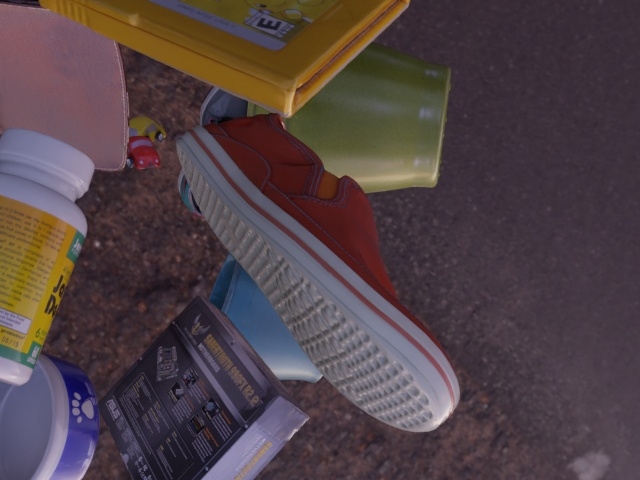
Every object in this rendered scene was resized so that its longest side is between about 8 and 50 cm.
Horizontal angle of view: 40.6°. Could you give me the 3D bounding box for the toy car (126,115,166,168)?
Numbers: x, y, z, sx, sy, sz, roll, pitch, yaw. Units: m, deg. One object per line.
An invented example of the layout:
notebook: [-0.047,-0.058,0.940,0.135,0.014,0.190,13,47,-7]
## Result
toy car: [-0.420,-0.202,1.696,0.225,0.239,0.053,2,113,-7]

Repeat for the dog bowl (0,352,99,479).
dog bowl: [-0.507,0.321,1.476,0.265,0.265,0.104,-56,145,4]

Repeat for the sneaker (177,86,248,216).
sneaker: [-0.200,-0.166,1.721,0.124,0.178,0.295,10,119,-26]

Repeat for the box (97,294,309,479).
box: [-0.139,0.188,0.957,0.183,0.231,0.056,-47,128,-3]

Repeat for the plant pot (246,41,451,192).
plant pot: [0.069,-0.239,1.693,0.366,0.353,0.366,8,90,-82]

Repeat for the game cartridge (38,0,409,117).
game cartridge: [-0.097,-0.280,0.967,0.285,0.324,0.052,-50,160,-41]

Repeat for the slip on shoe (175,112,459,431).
slip on shoe: [0.000,0.000,0.611,0.101,0.331,0.123,-26,132,-15]

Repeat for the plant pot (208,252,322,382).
plant pot: [-0.099,0.170,1.781,0.255,0.271,0.271,21,104,-12]

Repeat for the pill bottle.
pill bottle: [-0.278,0.012,0.765,0.117,0.118,0.208,35,66,-46]

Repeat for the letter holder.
letter holder: [-0.388,-0.270,1.323,0.214,0.152,0.302,6,137,-2]
